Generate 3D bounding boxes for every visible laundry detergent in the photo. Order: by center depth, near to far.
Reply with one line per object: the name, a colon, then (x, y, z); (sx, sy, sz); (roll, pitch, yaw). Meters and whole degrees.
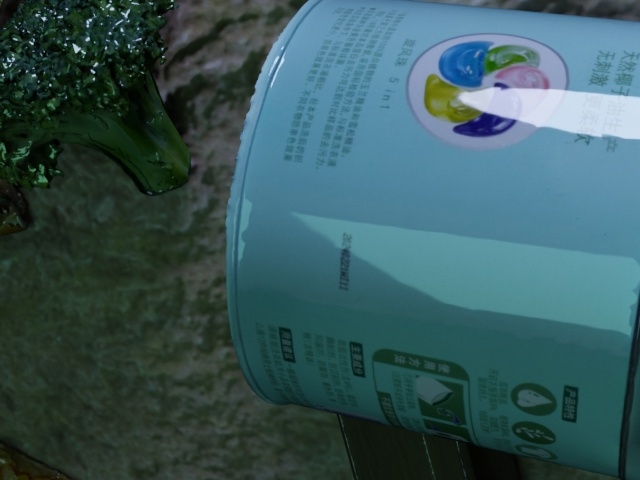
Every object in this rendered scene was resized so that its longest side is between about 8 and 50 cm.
laundry detergent: (0.137, -0.003, 0.714); (0.305, 0.287, 0.287); (10, 112, 19)

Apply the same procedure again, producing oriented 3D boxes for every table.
table: (0.099, 0.208, 0.895); (0.167, 0.167, 0.226); (-13, 95, 26)

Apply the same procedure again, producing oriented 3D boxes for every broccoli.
broccoli: (-0.176, -0.108, 0.892); (0.220, 0.194, 0.194); (-35, 93, 5)

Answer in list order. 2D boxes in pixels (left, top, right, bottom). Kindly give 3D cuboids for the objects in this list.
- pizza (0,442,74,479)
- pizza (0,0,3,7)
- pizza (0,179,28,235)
pizza: (-0.298, 0.271, 1.130); (0.134, 0.046, 0.175); (-31, 95, 29)
pizza: (-0.335, -0.170, 0.920); (0.154, 0.069, 0.193); (31, 99, 42)
pizza: (-0.362, -0.094, 1.019); (0.201, 0.053, 0.193); (10, 113, 19)
